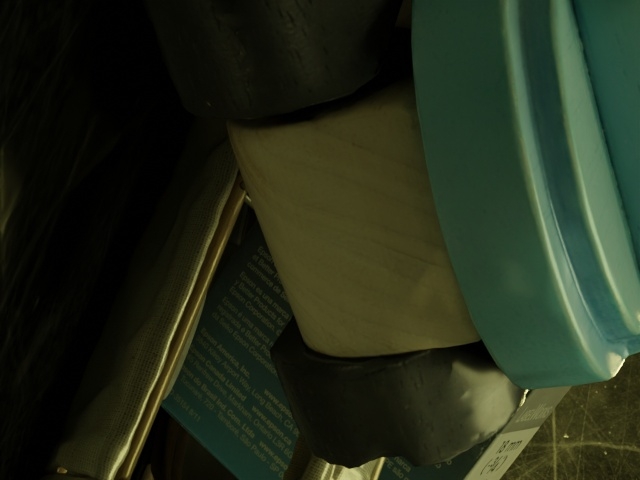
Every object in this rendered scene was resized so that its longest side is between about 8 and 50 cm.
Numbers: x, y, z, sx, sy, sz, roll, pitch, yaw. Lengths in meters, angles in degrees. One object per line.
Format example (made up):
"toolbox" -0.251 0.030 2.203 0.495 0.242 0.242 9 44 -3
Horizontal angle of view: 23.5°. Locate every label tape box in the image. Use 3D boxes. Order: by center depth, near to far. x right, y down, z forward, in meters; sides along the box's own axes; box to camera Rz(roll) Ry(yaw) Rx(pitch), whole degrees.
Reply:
"label tape box" 0.062 0.051 1.099 0.334 0.240 0.106 -54 157 13

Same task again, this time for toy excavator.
"toy excavator" 0.207 -0.108 0.689 0.433 0.445 0.222 -59 137 -56

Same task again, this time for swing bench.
"swing bench" -0.018 0.080 0.876 0.165 0.254 0.253 -13 -129 59

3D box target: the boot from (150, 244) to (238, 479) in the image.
"boot" -0.084 0.086 1.344 0.115 0.112 0.305 8 -100 61

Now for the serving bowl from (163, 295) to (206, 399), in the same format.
"serving bowl" -0.104 0.065 1.046 0.083 0.027 0.083 20 90 -89

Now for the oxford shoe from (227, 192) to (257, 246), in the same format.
"oxford shoe" -0.014 -0.074 1.199 0.227 0.096 0.083 106 6 -48

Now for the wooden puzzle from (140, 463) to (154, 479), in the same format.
"wooden puzzle" -0.169 0.247 1.424 0.078 0.014 0.116 101 8 -52
